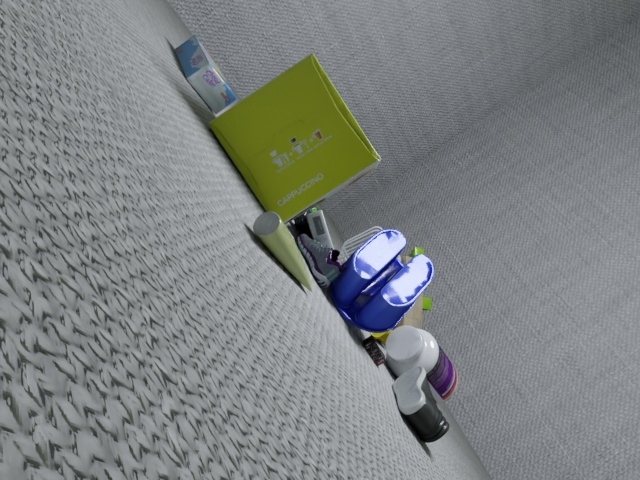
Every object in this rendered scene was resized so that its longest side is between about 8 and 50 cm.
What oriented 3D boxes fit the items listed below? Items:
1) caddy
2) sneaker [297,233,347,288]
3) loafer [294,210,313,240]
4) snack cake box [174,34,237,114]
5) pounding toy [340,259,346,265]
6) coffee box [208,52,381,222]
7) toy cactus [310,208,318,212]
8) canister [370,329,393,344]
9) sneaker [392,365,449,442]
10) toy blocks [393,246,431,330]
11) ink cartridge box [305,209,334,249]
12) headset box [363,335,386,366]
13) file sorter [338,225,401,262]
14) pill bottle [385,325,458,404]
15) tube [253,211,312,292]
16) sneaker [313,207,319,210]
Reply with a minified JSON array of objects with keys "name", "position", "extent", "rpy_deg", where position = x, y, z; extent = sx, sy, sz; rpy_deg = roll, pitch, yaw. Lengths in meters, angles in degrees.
[{"name":"caddy","position":[0.177,0.124,1.692],"extent":[0.241,0.179,0.341],"rpy_deg":[43,43,10]},{"name":"sneaker","position":[0.007,0.042,1.652],"extent":[0.083,0.098,0.224],"rpy_deg":[52,7,-43]},{"name":"loafer","position":[-0.042,-0.037,1.939],"extent":[0.223,0.076,0.078],"rpy_deg":[55,36,-58]},{"name":"snack cake box","position":[-0.374,-0.538,1.834],"extent":[0.152,0.089,0.264],"rpy_deg":[53,5,-43]},{"name":"pounding toy","position":[0.098,0.164,1.816],"extent":[0.141,0.100,0.130],"rpy_deg":[39,21,-23]},{"name":"coffee box","position":[-0.061,-0.269,1.636],"extent":[0.338,0.337,0.334],"rpy_deg":[57,5,-2]},{"name":"toy cactus","position":[-0.090,-0.138,2.073],"extent":[0.219,0.112,0.181],"rpy_deg":[55,23,-37]},{"name":"canister","position":[0.215,0.312,2.088],"extent":[0.126,0.073,0.170],"rpy_deg":[59,4,27]},{"name":"sneaker","position":[0.286,0.466,1.606],"extent":[0.147,0.104,0.296],"rpy_deg":[57,10,-4]},{"name":"toy blocks","position":[0.288,0.232,2.304],"extent":[0.190,0.261,0.382],"rpy_deg":[16,70,-33]},{"name":"ink cartridge box","position":[0.000,0.000,1.828],"extent":[0.232,0.066,0.189],"rpy_deg":[-177,-111,-82]},{"name":"headset box","position":[0.160,0.326,1.659],"extent":[0.083,0.032,0.062],"rpy_deg":[57,5,-2]},{"name":"file sorter","position":[0.174,0.078,2.112],"extent":[0.173,0.192,0.278],"rpy_deg":[61,16,-9]},{"name":"pill bottle","position":[0.339,0.419,1.930],"extent":[0.323,0.181,0.181],"rpy_deg":[52,6,-42]},{"name":"tube","position":[-0.072,0.029,1.236],"extent":[0.240,0.062,0.070],"rpy_deg":[58,45,-54]},{"name":"sneaker","position":[-0.071,-0.133,2.279],"extent":[0.211,0.080,0.081],"rpy_deg":[47,10,8]}]
